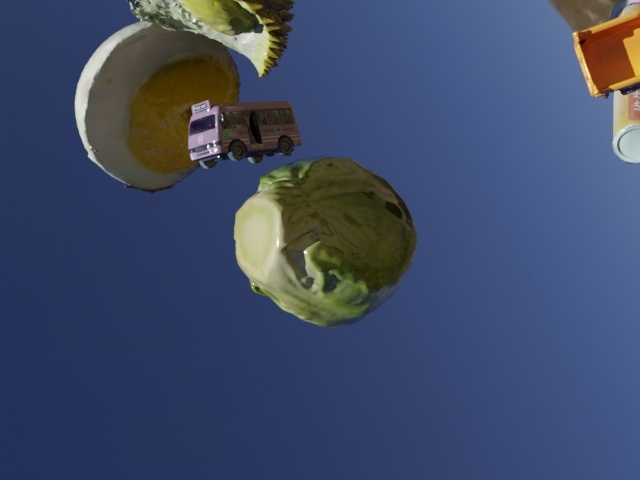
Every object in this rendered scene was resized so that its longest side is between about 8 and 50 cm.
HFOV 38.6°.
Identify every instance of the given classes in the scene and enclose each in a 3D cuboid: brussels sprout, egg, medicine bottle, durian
[{"bbox_3d":[0.000,0.000,1.145,0.271,0.210,0.219,-1,-127,-56],"label":"brussels sprout"},{"bbox_3d":[-0.324,-0.276,1.713,0.337,0.337,0.201,24,-168,-44],"label":"egg"},{"bbox_3d":[0.626,-0.322,1.793,0.108,0.108,0.426,41,-137,-25],"label":"medicine bottle"},{"bbox_3d":[-0.149,-0.308,1.015,0.306,0.166,0.172,10,-122,-31],"label":"durian"}]

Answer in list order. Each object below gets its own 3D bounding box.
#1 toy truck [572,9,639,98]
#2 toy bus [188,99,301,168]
[{"bbox_3d":[0.511,-0.296,1.323,0.135,0.270,0.114,0,-109,-76],"label":"toy truck"},{"bbox_3d":[-0.132,-0.188,1.586,0.199,0.096,0.108,-11,-88,-45],"label":"toy bus"}]
